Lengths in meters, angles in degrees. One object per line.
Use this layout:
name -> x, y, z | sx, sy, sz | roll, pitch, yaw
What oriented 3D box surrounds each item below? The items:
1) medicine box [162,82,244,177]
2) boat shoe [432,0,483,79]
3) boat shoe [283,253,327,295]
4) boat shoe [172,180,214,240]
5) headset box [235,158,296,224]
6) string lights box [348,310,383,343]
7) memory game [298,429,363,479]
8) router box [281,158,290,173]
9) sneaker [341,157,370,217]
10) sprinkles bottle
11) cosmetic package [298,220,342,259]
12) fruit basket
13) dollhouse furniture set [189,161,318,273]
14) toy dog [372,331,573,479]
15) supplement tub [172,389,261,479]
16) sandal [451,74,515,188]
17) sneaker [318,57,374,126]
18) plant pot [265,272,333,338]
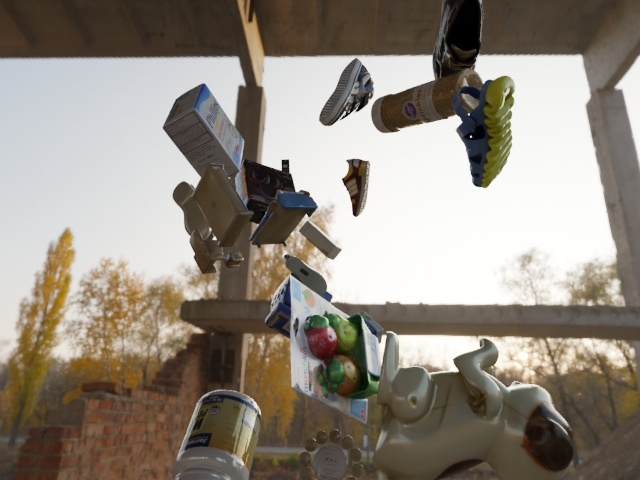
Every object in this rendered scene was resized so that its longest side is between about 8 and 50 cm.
medicine box -> -0.435, -0.403, 1.850 | 0.149, 0.264, 0.289 | -24, -55, 13
boat shoe -> 0.394, -0.554, 1.401 | 0.132, 0.130, 0.356 | -2, -47, 10
boat shoe -> -0.058, 0.127, 1.879 | 0.219, 0.078, 0.070 | 46, -5, -24
boat shoe -> -0.456, -0.099, 1.811 | 0.116, 0.324, 0.096 | -44, -39, 7
headset box -> -0.207, -0.168, 1.899 | 0.218, 0.293, 0.110 | 15, -53, -25
string lights box -> 0.100, 0.372, 1.883 | 0.259, 0.077, 0.133 | -12, 33, -30
memory game -> 0.029, 0.629, 1.364 | 0.186, 0.186, 0.012 | 1, -28, 1
router box -> -0.170, -0.300, 2.440 | 0.046, 0.133, 0.179 | -4, -35, -2
sneaker -> 0.107, -0.168, 1.544 | 0.083, 0.186, 0.069 | 12, 12, 18
sprinkles bottle -> 0.302, -0.399, 1.421 | 0.121, 0.121, 0.355 | 16, -8, -33
cosmetic package -> 0.000, 0.000, 1.319 | 0.041, 0.115, 0.060 | -50, -26, 5
fruit basket -> 0.035, 0.299, 1.338 | 0.165, 0.327, 0.353 | -22, -43, 21
dollhouse furniture set -> -0.210, -0.075, 1.458 | 0.303, 0.198, 0.286 | -4, -38, -45
toy dog -> 0.328, 0.401, 1.056 | 0.407, 0.396, 0.285 | 4, -45, 12
supplement tub -> -0.319, 0.652, 1.498 | 0.228, 0.316, 0.228 | 3, -59, 4
sandal -> 0.407, -0.274, 1.234 | 0.138, 0.126, 0.318 | 23, -39, 34
sneaker -> 0.107, -0.493, 1.689 | 0.127, 0.321, 0.126 | 39, -32, -24
plant pot -> -0.113, 0.327, 2.269 | 0.235, 0.212, 0.236 | 31, -42, -7
